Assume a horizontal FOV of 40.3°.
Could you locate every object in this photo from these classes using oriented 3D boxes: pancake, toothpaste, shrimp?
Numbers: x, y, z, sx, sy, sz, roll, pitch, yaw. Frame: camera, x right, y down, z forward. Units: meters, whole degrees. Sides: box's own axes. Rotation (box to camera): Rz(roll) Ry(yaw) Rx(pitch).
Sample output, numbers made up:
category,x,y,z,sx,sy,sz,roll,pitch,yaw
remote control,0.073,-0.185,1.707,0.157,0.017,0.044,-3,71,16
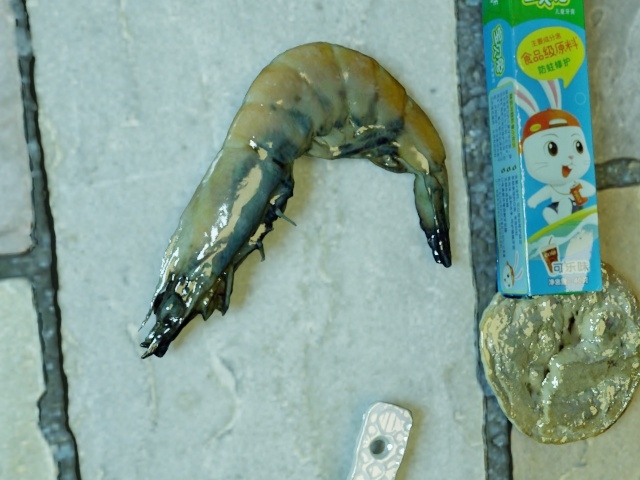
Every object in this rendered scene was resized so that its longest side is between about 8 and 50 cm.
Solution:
category,x,y,z,sx,sy,sz,roll,pitch,yaw
pancake,0.193,0.085,0.694,0.158,0.028,0.158,-1,93,-17
toothpaste,0.162,-0.090,0.651,0.065,0.050,0.266,-3,89,-13
shrimp,0.000,0.000,0.609,0.198,0.051,0.261,34,78,-18

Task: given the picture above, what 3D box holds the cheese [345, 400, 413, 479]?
category,x,y,z,sx,sy,sz,roll,pitch,yaw
cheese,0.017,0.239,0.623,0.127,0.054,0.251,19,85,-19
